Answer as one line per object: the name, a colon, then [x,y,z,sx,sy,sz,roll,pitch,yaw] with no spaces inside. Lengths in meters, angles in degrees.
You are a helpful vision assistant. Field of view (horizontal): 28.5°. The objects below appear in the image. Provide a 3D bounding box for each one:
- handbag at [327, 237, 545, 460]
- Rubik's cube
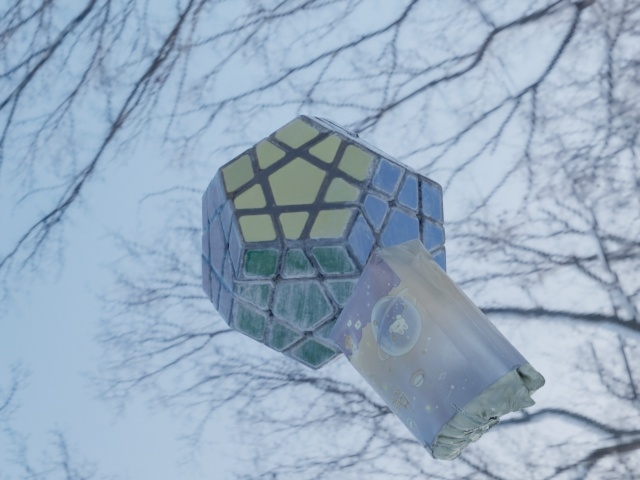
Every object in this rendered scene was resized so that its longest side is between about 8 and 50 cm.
handbag: [0.089,0.095,1.005,0.095,0.117,0.173,-20,-123,-40]
Rubik's cube: [0.000,0.000,1.538,0.319,0.264,0.319,2,-93,-46]
